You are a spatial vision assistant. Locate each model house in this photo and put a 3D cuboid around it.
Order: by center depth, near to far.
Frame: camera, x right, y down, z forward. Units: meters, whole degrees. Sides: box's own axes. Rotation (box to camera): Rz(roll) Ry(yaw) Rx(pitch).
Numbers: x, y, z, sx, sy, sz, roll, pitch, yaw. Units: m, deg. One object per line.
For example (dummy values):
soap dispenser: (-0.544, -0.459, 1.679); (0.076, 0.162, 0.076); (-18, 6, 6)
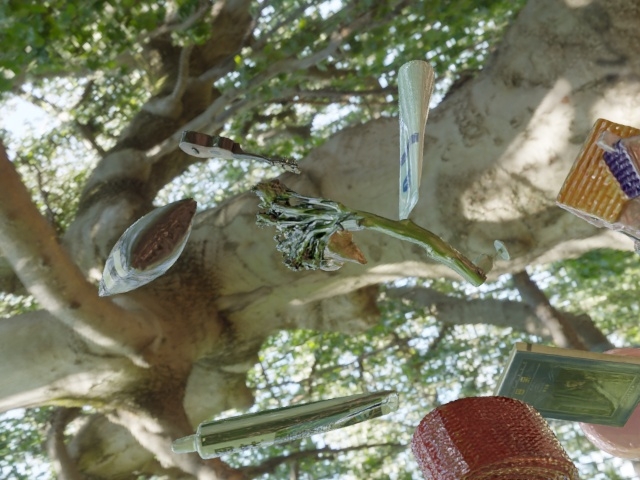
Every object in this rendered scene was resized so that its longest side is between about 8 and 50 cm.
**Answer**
model house: (0.570, -0.092, 1.328); (0.237, 0.202, 0.237); (29, -175, 10)

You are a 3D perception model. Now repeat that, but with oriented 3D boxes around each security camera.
security camera: (0.386, 0.044, 1.706); (0.058, 0.092, 0.058); (58, 174, 10)

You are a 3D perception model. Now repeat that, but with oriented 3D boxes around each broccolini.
broccolini: (0.047, 0.016, 0.804); (0.062, 0.271, 0.123); (-59, -25, -26)

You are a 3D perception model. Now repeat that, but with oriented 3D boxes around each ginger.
ginger: (0.001, -0.008, 1.674); (0.214, 0.133, 0.059); (46, -137, -16)

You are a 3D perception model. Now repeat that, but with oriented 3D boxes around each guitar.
guitar: (-0.164, -0.184, 1.550); (0.084, 0.271, 0.038); (50, -127, -74)

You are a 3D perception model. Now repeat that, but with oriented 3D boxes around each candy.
candy: (0.686, 0.360, 1.614); (0.094, 0.255, 0.255); (29, -134, -55)

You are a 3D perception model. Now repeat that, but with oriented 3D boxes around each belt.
belt: (0.205, 0.258, 0.890); (0.200, 0.128, 0.124); (13, -152, -29)

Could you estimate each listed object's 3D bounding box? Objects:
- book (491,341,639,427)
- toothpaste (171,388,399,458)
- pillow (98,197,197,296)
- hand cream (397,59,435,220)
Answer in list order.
book: (0.473, 0.276, 1.394); (0.025, 0.269, 0.191); (-84, 2, -50)
toothpaste: (-0.058, 0.311, 1.250); (0.099, 0.392, 0.061); (79, 180, -57)
pillow: (-0.333, 0.019, 1.411); (0.106, 0.250, 0.186); (44, -120, -11)
hand cream: (0.164, -0.178, 1.284); (0.067, 0.109, 0.321); (9, -119, -6)
